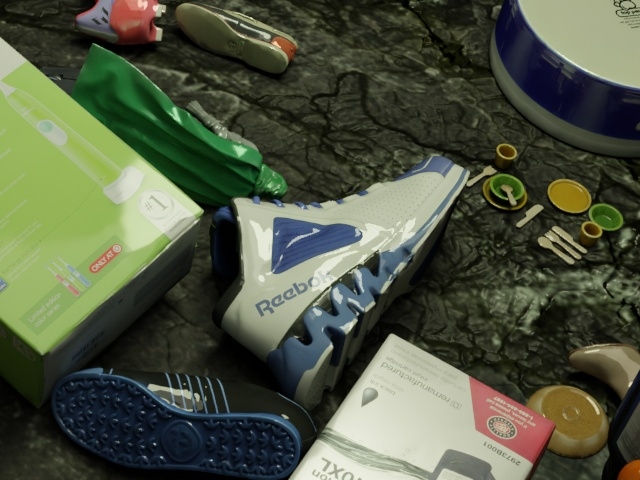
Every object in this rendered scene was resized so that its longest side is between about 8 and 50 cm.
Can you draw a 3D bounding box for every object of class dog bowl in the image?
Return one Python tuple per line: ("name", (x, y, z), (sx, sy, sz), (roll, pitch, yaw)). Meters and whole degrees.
("dog bowl", (0.329, -0.222, 1.962), (0.265, 0.104, 0.265), (8, 48, -9))

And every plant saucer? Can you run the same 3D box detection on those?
("plant saucer", (0.236, 0.167, 1.656), (0.083, 0.015, 0.083), (7, 49, -8))

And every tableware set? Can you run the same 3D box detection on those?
("tableware set", (0.238, -0.046, 1.838), (0.154, 0.024, 0.104), (39, 51, 20))

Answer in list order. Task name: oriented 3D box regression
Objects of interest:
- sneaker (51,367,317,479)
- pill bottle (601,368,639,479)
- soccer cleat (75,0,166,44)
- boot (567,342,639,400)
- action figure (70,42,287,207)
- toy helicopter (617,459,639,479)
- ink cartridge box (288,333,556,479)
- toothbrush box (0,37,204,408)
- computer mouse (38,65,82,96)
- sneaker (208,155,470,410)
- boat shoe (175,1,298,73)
("sneaker", (-0.117, 0.157, 1.539), (0.232, 0.081, 0.090), (13, 11, 12))
("pill bottle", (0.326, 0.161, 1.547), (0.123, 0.219, 0.122), (7, 49, -8))
("soccer cleat", (-0.211, -0.311, 1.919), (0.095, 0.083, 0.248), (5, 51, -5))
("boot", (0.300, 0.145, 1.676), (0.118, 0.042, 0.087), (3, 51, -12))
("action figure", (-0.139, -0.094, 1.735), (0.232, 0.137, 0.063), (26, 35, -3))
("toy helicopter", (0.264, 0.292, 1.442), (0.355, 0.140, 0.235), (-22, 98, -10))
("ink cartridge box", (0.072, 0.221, 1.508), (0.172, 0.100, 0.237), (28, 48, 11))
("toothbrush box", (-0.280, -0.025, 1.580), (0.283, 0.122, 0.206), (40, 61, 11))
("computer mouse", (-0.306, -0.172, 1.795), (0.242, 0.041, 0.071), (17, 48, 1))
("sneaker", (-0.001, 0.001, 1.665), (0.182, 0.127, 0.315), (33, 51, 12))
("boat shoe", (-0.090, -0.225, 1.893), (0.137, 0.049, 0.043), (24, 45, 4))
